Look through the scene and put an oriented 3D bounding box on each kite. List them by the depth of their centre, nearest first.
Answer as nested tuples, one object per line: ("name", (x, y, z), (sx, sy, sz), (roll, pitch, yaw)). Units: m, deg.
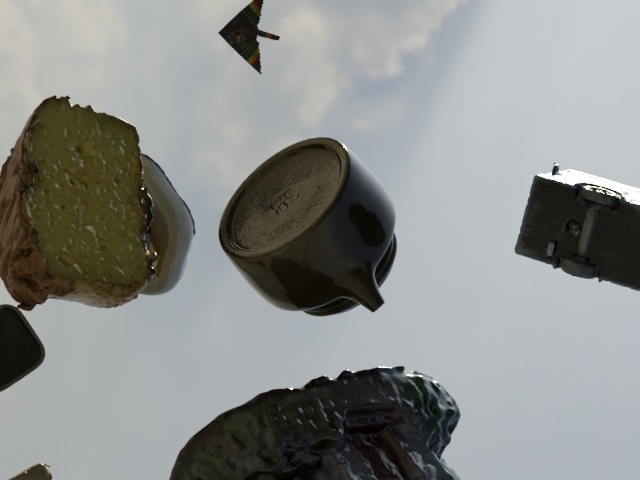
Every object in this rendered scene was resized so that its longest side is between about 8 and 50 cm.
("kite", (-0.102, -0.300, 2.557), (0.004, 0.090, 0.122), (70, 27, -83))

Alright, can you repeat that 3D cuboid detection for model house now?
("model house", (0.047, 0.362, 1.904), (0.339, 0.360, 0.297), (51, -52, 33))

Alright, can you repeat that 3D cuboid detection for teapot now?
("teapot", (0.000, 0.000, 2.001), (0.185, 0.175, 0.267), (-39, -147, 0))

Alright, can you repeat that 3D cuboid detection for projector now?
("projector", (-0.364, 0.124, 2.007), (0.083, 0.083, 0.082), (57, -17, -2))

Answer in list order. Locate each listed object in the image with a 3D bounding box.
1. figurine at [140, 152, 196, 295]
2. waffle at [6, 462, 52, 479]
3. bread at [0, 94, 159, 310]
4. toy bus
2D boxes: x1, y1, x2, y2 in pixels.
("figurine", (-0.260, 0.017, 2.314), (0.141, 0.167, 0.250), (-72, 153, -45))
("waffle", (-0.317, 0.244, 1.584), (0.097, 0.153, 0.023), (-22, -84, 37))
("bread", (-0.286, -0.022, 1.994), (0.147, 0.160, 0.260), (-51, -140, 41))
("toy bus", (0.367, 0.007, 1.879), (0.297, 0.131, 0.106), (18, -76, 19))
